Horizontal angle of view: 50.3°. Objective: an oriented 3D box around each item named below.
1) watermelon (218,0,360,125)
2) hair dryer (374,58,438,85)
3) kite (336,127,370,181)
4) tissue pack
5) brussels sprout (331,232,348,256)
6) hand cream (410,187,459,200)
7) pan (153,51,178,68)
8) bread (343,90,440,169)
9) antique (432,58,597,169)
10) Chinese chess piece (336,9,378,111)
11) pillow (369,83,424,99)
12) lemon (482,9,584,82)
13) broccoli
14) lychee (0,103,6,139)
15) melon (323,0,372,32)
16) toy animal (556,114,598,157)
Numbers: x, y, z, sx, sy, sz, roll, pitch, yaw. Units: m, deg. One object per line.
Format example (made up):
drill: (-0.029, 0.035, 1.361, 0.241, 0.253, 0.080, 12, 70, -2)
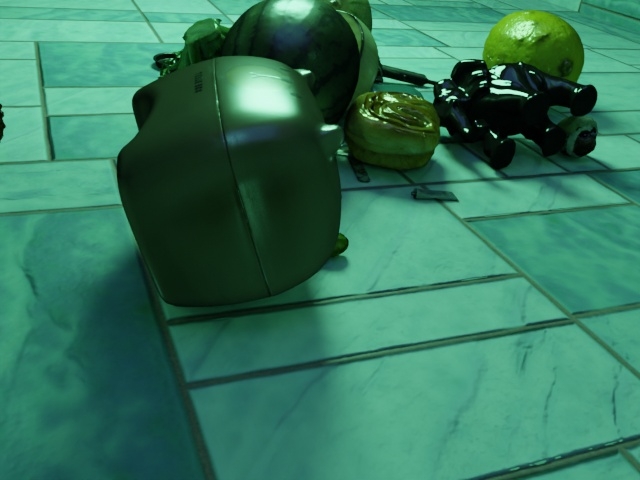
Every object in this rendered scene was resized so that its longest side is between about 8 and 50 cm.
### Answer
watermelon: (-0.059, -0.346, 1.369, 0.278, 0.279, 0.359, 10, 43, 7)
hair dryer: (0.218, -0.462, 1.917, 0.248, 0.078, 0.196, 10, 30, -6)
kite: (0.063, -0.193, 1.449, 0.335, 0.012, 0.314, -2, 30, -14)
tissue pack: (-0.112, -0.099, 0.953, 0.276, 0.268, 0.387, -12, 30, -2)
brussels sprout: (0.001, 0.001, 1.048, 0.083, 0.046, 0.051, 13, 47, 7)
hand cream: (0.214, -0.087, 1.282, 0.093, 0.019, 0.030, 0, 31, -16)
pan: (-0.342, -0.479, 1.856, 0.235, 0.028, 0.136, 12, 30, 15)
bread: (0.147, -0.230, 1.401, 0.198, 0.120, 0.236, 11, 29, 4)
antique: (0.408, -0.294, 1.527, 0.322, 0.185, 0.255, -17, 40, -23)
Chinese chess piece: (0.010, -0.412, 1.594, 0.257, 0.257, 0.104, 27, -7, 32)
pillow: (0.143, -0.358, 1.690, 0.233, 0.086, 0.214, 1, 24, -15)
lemon: (0.577, -0.500, 1.867, 0.284, 0.261, 0.260, 33, 38, 33)
broccoli: (-0.231, -0.387, 1.530, 0.269, 0.242, 0.262, -27, 55, -1)
lychee: (-0.645, -0.221, 1.183, 0.188, 0.188, 0.188, 5, 29, -3)
melon: (0.014, -0.563, 1.818, 0.248, 0.249, 0.329, 1, -8, -11)
toy animal: (0.570, -0.227, 1.562, 0.098, 0.137, 0.098, 18, 60, -33)
